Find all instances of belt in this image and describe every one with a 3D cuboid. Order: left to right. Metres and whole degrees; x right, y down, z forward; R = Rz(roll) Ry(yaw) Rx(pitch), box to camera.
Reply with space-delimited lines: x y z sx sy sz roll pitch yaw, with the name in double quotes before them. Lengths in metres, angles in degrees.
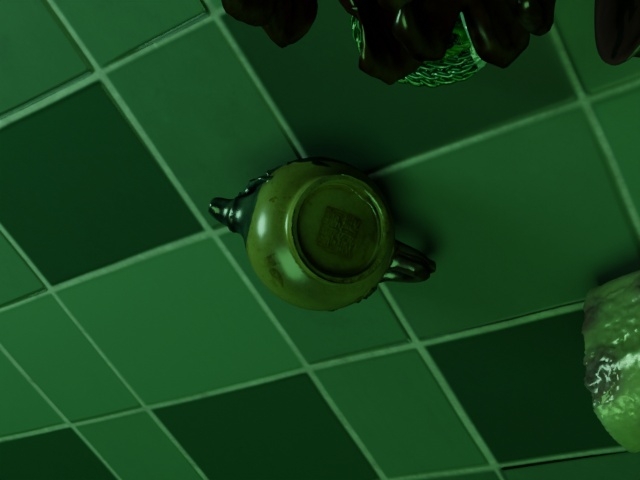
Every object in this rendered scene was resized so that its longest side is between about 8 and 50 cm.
"belt" 0.105 -0.211 0.842 0.151 0.079 0.121 10 128 12

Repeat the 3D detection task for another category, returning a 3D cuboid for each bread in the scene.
"bread" 0.441 0.078 0.867 0.338 0.187 0.155 -26 119 34

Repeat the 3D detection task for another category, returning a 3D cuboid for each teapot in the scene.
"teapot" 0.000 0.000 1.005 0.270 0.173 0.182 19 167 -21

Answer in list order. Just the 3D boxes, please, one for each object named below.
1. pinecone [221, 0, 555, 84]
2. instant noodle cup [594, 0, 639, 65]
"pinecone" 0.066 -0.291 0.575 0.398 0.397 0.397 10 128 13
"instant noodle cup" 0.334 -0.234 0.661 0.179 0.234 0.234 11 129 -1
